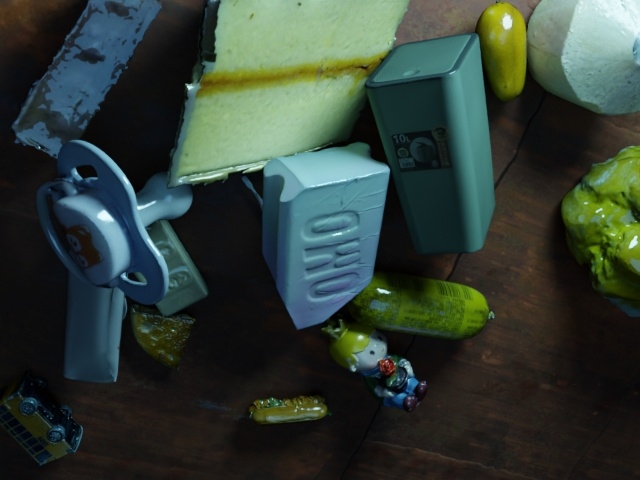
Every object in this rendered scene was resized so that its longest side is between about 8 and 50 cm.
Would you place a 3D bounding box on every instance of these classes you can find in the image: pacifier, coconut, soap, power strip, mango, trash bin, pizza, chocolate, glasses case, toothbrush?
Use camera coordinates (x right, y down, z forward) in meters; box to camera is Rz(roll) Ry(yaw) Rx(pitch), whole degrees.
[{"bbox_3d":[-0.323,-0.045,1.121,0.233,0.244,0.300,-33,117,-36],"label":"pacifier"},{"bbox_3d":[0.506,-0.348,1.167,0.239,0.244,0.239,-4,115,-10],"label":"coconut"},{"bbox_3d":[0.000,0.000,1.241,0.208,0.115,0.347,-12,133,-21],"label":"soap"},{"bbox_3d":[-0.314,0.029,1.274,0.105,0.070,0.257,-26,116,2],"label":"power strip"},{"bbox_3d":[0.334,-0.348,1.208,0.090,0.115,0.178,-6,133,25],"label":"mango"},{"bbox_3d":[0.221,-0.168,1.192,0.158,0.223,0.344,-4,120,27],"label":"trash bin"},{"bbox_3d":[-0.317,0.185,1.356,0.131,0.041,0.178,-38,114,10],"label":"pizza"},{"bbox_3d":[-0.390,-0.290,1.100,0.112,0.112,0.321,31,103,-24],"label":"chocolate"},{"bbox_3d":[-0.427,0.128,1.272,0.128,0.083,0.308,17,112,13],"label":"glasses case"},{"bbox_3d":[-0.098,-0.048,1.307,0.017,0.022,0.204,-40,116,-10],"label":"toothbrush"}]

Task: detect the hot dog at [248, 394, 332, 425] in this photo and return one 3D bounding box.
[{"bbox_3d":[-0.067,0.376,1.472,0.188,0.072,0.055,-4,92,-9],"label":"hot dog"}]

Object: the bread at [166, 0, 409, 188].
[{"bbox_3d":[-0.041,-0.272,1.118,0.404,0.242,0.346,3,115,-8],"label":"bread"}]

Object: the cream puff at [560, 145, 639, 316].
[{"bbox_3d":[0.701,-0.011,1.336,0.378,0.275,0.379,-3,112,-7],"label":"cream puff"}]

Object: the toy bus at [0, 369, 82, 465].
[{"bbox_3d":[-0.585,0.371,1.359,0.103,0.091,0.182,-29,113,5],"label":"toy bus"}]

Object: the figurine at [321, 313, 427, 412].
[{"bbox_3d":[0.114,0.255,1.395,0.127,0.185,0.234,-36,118,-15],"label":"figurine"}]

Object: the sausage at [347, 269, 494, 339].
[{"bbox_3d":[0.203,0.137,1.387,0.347,0.123,0.123,11,111,-14],"label":"sausage"}]
